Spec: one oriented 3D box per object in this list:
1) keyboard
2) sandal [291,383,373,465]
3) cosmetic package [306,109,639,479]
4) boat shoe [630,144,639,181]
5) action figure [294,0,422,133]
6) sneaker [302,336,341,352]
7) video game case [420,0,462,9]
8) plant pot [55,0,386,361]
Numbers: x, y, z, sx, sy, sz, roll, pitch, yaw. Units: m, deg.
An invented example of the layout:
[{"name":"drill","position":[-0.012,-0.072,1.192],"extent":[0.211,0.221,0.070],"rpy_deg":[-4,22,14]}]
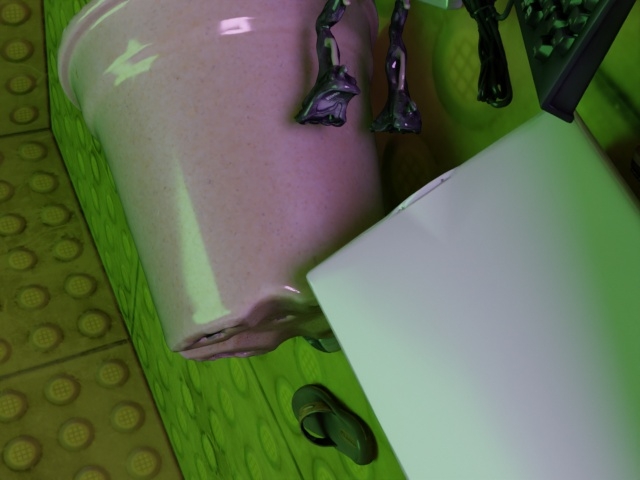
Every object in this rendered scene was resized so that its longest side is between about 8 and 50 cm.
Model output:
[{"name":"keyboard","position":[0.132,-0.194,0.480],"extent":[0.201,0.033,0.317],"rpy_deg":[105,172,-47]},{"name":"sandal","position":[0.004,0.287,1.127],"extent":[0.219,0.060,0.089],"rpy_deg":[24,124,58]},{"name":"cosmetic package","position":[0.179,0.131,0.477],"extent":[0.217,0.156,0.384],"rpy_deg":[-33,69,22]},{"name":"boat shoe","position":[0.256,-0.004,0.479],"extent":[0.152,0.056,0.049],"rpy_deg":[56,143,34]},{"name":"action figure","position":[0.029,-0.227,0.582],"extent":[0.141,0.164,0.275],"rpy_deg":[-165,77,-64]},{"name":"sneaker","position":[0.000,0.000,0.926],"extent":[0.129,0.111,0.297],"rpy_deg":[68,-167,-66]},{"name":"video game case","position":[0.074,-0.333,0.699],"extent":[0.201,0.023,0.183],"rpy_deg":[41,139,48]},{"name":"plant pot","position":[-0.067,-0.054,0.728],"extent":[0.334,0.334,0.305],"rpy_deg":[134,126,-60]}]
